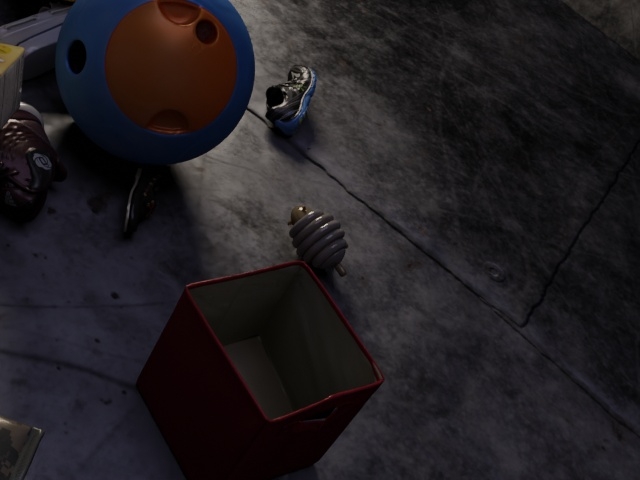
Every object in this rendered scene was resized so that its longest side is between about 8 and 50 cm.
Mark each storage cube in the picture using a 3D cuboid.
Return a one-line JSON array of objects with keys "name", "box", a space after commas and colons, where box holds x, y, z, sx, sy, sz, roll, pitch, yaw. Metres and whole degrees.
[{"name": "storage cube", "box": [-0.077, 0.166, 1.096, 0.183, 0.193, 0.215, -12, 55, -42]}]

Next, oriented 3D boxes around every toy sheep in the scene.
[{"name": "toy sheep", "box": [0.000, 0.000, 1.413, 0.132, 0.091, 0.091, 49, 41, 11]}]

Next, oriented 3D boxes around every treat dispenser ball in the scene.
[{"name": "treat dispenser ball", "box": [-0.239, -0.254, 1.349, 0.288, 0.288, 0.288, 19, 40, -17]}]

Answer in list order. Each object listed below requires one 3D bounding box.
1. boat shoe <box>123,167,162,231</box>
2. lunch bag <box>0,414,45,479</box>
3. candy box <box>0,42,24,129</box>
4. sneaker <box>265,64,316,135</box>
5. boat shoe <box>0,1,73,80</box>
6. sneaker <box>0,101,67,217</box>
[{"name": "boat shoe", "box": [-0.256, -0.057, 1.321, 0.042, 0.049, 0.133, 16, 36, -9]}, {"name": "lunch bag", "box": [-0.404, 0.265, 0.785, 0.235, 0.169, 0.287, 25, 34, -11]}, {"name": "candy box", "box": [-0.458, -0.163, 1.033, 0.182, 0.088, 0.316, 10, 23, -10]}, {"name": "sneaker", "box": [-0.057, -0.267, 1.667, 0.078, 0.067, 0.188, 30, 41, -15]}, {"name": "boat shoe", "box": [-0.417, -0.339, 1.479, 0.088, 0.096, 0.267, 44, 48, 6]}, {"name": "sneaker", "box": [-0.446, -0.090, 1.184, 0.281, 0.106, 0.162, -22, 67, -47]}]
